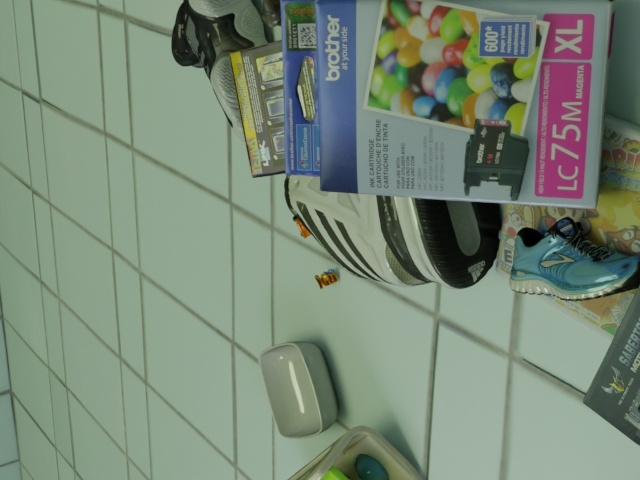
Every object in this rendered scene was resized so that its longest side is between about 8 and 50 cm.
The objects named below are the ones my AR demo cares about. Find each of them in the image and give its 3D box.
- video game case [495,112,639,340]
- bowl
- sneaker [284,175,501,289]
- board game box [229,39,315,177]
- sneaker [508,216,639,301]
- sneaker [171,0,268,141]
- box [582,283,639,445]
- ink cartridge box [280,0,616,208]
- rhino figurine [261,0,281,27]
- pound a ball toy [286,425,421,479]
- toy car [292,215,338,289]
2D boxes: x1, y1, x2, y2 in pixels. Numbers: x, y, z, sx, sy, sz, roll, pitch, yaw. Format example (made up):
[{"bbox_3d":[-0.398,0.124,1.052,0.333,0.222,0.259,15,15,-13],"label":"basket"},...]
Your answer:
[{"bbox_3d":[0.266,-0.016,0.936,0.227,0.026,0.206,35,129,47],"label":"video game case"},{"bbox_3d":[-0.026,0.216,1.444,0.142,0.053,0.142,-24,81,58],"label":"bowl"},{"bbox_3d":[0.027,-0.157,1.091,0.257,0.169,0.447,-6,99,48],"label":"sneaker"},{"bbox_3d":[-0.038,-0.175,1.279,0.141,0.048,0.170,-6,96,35],"label":"board game box"},{"bbox_3d":[0.235,0.015,0.915,0.162,0.063,0.073,3,101,56],"label":"sneaker"},{"bbox_3d":[-0.137,-0.255,1.409,0.153,0.101,0.268,-28,77,63],"label":"sneaker"},{"bbox_3d":[0.341,0.098,0.808,0.183,0.059,0.232,38,130,32],"label":"box"},{"bbox_3d":[0.103,-0.132,0.905,0.311,0.065,0.185,5,109,18],"label":"ink cartridge box"},{"bbox_3d":[-0.024,-0.294,1.118,0.073,0.243,0.106,16,112,13],"label":"rhino figurine"},{"bbox_3d":[0.039,0.401,1.371,0.208,0.136,0.319,43,141,4],"label":"pound a ball toy"},{"bbox_3d":[0.000,0.000,1.358,0.041,0.060,0.122,-18,107,15],"label":"toy car"}]
